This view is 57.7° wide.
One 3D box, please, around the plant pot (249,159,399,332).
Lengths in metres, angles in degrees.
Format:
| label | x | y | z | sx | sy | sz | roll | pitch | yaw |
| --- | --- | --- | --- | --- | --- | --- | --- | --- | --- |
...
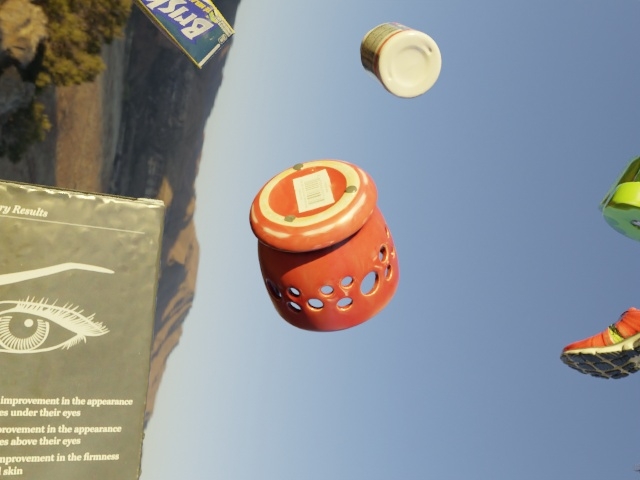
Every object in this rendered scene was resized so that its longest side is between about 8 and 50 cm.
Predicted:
| label | x | y | z | sx | sy | sz | roll | pitch | yaw |
| --- | --- | --- | --- | --- | --- | --- | --- | --- | --- |
| plant pot | 0.000 | 0.000 | 0.785 | 0.191 | 0.191 | 0.174 | -100 | 172 | -50 |

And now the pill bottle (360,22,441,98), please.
| label | x | y | z | sx | sy | sz | roll | pitch | yaw |
| --- | --- | --- | --- | --- | --- | --- | --- | --- | --- |
| pill bottle | 0.128 | -0.317 | 1.005 | 0.180 | 0.107 | 0.108 | -113 | -145 | -61 |

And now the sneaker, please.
| label | x | y | z | sx | sy | sz | roll | pitch | yaw |
| --- | --- | --- | --- | --- | --- | --- | --- | --- | --- |
| sneaker | 0.632 | 0.202 | 1.198 | 0.279 | 0.107 | 0.118 | -30 | -151 | 42 |

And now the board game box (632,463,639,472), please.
| label | x | y | z | sx | sy | sz | roll | pitch | yaw |
| --- | --- | --- | --- | --- | --- | --- | --- | --- | --- |
| board game box | 0.700 | 0.374 | 0.836 | 0.050 | 0.389 | 0.390 | -70 | 156 | -15 |

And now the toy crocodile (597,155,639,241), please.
| label | x | y | z | sx | sy | sz | roll | pitch | yaw |
| --- | --- | --- | --- | --- | --- | --- | --- | --- | --- |
| toy crocodile | 0.339 | -0.058 | 0.455 | 0.115 | 0.105 | 0.340 | -57 | -175 | -13 |

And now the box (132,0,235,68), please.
| label | x | y | z | sx | sy | sz | roll | pitch | yaw |
| --- | --- | --- | --- | --- | --- | --- | --- | --- | --- |
| box | -0.157 | -0.245 | 0.549 | 0.054 | 0.169 | 0.059 | -46 | -128 | 0 |

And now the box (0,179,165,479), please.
| label | x | y | z | sx | sy | sz | roll | pitch | yaw |
| --- | --- | --- | --- | --- | --- | --- | --- | --- | --- |
| box | -0.197 | 0.071 | 0.395 | 0.108 | 0.153 | 0.207 | 158 | -62 | -65 |
